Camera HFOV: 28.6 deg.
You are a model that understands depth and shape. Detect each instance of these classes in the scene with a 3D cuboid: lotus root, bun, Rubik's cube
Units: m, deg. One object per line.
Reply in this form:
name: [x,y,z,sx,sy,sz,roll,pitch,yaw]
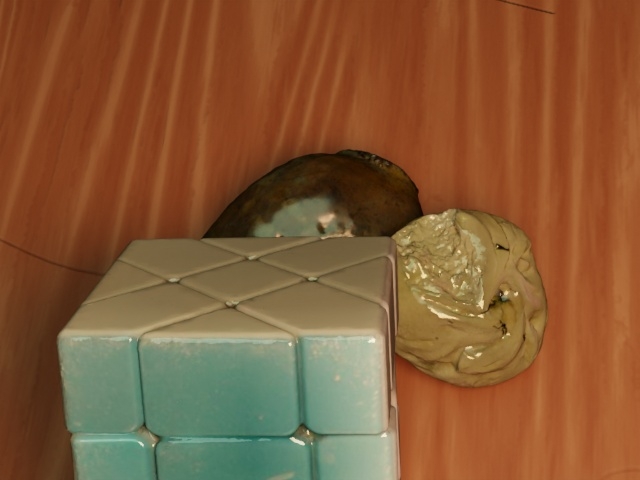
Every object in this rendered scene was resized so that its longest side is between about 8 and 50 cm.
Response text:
lotus root: [0.017,-0.002,1.579,0.267,0.149,0.260,36,73,19]
bun: [0.174,0.063,1.492,0.237,0.116,0.210,23,75,-19]
Rubik's cube: [-0.075,0.185,1.327,0.322,0.319,0.315,0,108,5]
